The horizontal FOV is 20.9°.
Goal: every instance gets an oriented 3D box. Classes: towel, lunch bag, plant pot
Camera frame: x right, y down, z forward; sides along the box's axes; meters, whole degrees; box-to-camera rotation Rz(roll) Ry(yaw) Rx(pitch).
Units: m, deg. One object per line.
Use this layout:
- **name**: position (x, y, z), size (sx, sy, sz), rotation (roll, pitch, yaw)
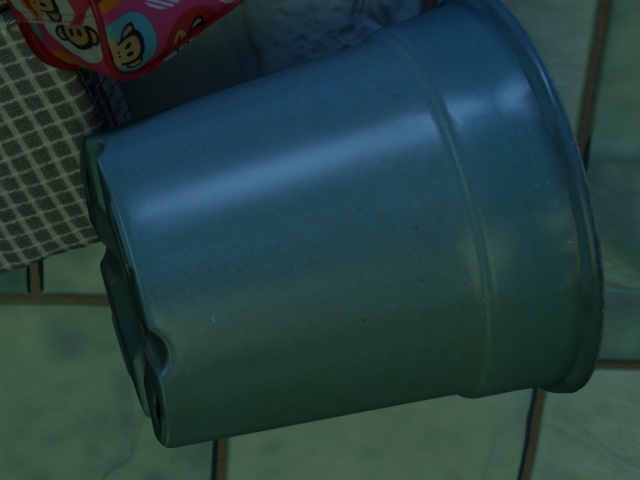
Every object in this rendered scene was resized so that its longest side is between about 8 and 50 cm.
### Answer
- **towel**: position (-0.287, -0.089, 1.453), size (0.235, 0.121, 0.284), rotation (-18, 137, 8)
- **lunch bag**: position (-0.144, -0.293, 1.296), size (0.120, 0.258, 0.293), rotation (13, 135, 42)
- **plant pot**: position (0.000, 0.000, 1.383), size (0.334, 0.341, 0.341), rotation (-14, 126, -12)
